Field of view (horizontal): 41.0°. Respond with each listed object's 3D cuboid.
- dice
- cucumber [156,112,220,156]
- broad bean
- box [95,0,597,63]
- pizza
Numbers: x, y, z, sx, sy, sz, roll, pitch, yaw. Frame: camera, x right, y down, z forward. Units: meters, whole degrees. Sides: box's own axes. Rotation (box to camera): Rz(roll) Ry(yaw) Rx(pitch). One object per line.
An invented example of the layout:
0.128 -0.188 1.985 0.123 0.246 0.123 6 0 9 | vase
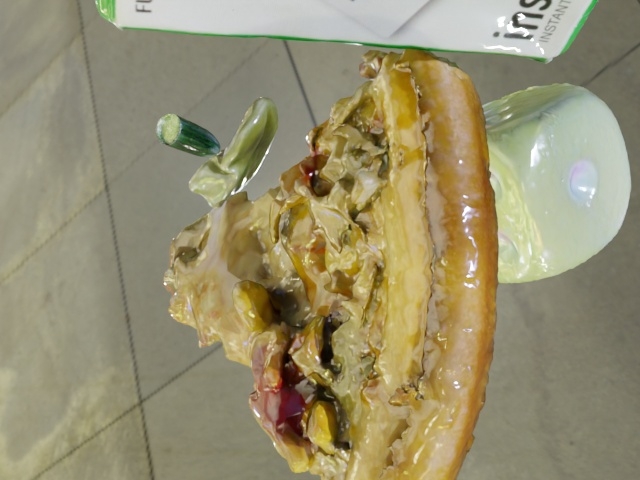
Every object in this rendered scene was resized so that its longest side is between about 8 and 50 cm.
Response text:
0.315 -0.096 1.350 0.252 0.254 0.250 -31 22 -30 | dice
-0.189 -0.152 1.271 0.048 0.105 0.048 -13 70 38 | cucumber
-0.132 -0.146 1.444 0.072 0.153 0.206 42 104 2 | broad bean
0.025 -0.173 0.370 0.180 0.250 0.102 110 160 -59 | box
0.000 0.000 0.504 0.288 0.074 0.251 37 112 43 | pizza
